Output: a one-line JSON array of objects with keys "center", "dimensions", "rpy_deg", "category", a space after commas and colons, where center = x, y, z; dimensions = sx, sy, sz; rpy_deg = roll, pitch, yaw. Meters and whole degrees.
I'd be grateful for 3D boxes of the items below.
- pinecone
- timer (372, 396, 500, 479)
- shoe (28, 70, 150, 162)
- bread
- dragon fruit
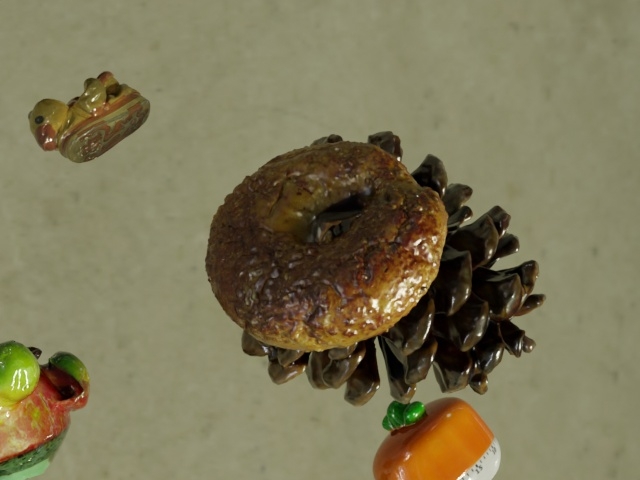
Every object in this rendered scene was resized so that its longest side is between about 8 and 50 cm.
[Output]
[{"center": [0.057, 0.028, 1.448], "dimensions": [0.309, 0.244, 0.244], "rpy_deg": [21, 76, -26], "category": "pinecone"}, {"center": [0.108, 0.212, 1.652], "dimensions": [0.136, 0.099, 0.136], "rpy_deg": [6, 72, -19], "category": "timer"}, {"center": [-0.216, -0.114, 1.520], "dimensions": [0.109, 0.069, 0.072], "rpy_deg": [-38, 154, -12], "category": "shoe"}, {"center": [0.000, 0.000, 1.214], "dimensions": [0.193, 0.193, 0.064], "rpy_deg": [-62, 145, -25], "category": "bread"}, {"center": [-0.353, 0.182, 1.560], "dimensions": [0.268, 0.295, 0.130], "rpy_deg": [-14, 84, -40], "category": "dragon fruit"}]
